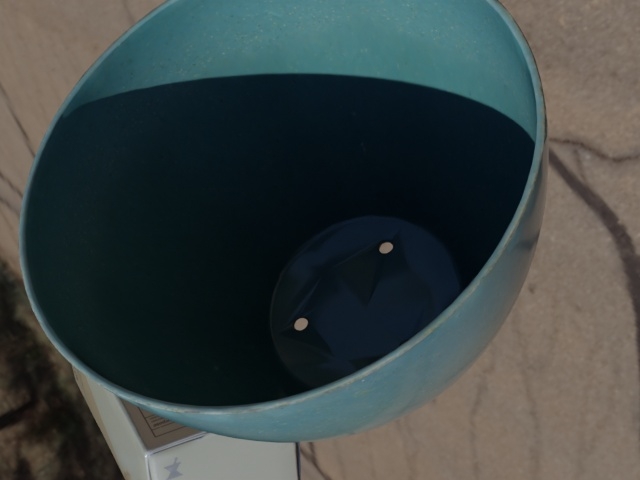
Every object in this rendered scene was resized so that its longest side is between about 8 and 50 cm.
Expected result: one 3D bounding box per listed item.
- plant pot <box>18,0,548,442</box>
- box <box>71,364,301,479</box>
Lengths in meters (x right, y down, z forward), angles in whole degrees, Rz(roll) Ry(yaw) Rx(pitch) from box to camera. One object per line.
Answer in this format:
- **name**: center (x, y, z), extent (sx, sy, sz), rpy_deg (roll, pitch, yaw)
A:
- **plant pot**: center (0.000, 0.000, 0.578), extent (0.290, 0.290, 0.195), rpy_deg (39, 169, 35)
- **box**: center (-0.149, 0.151, 0.963), extent (0.311, 0.148, 0.121), rpy_deg (-138, 39, -54)
